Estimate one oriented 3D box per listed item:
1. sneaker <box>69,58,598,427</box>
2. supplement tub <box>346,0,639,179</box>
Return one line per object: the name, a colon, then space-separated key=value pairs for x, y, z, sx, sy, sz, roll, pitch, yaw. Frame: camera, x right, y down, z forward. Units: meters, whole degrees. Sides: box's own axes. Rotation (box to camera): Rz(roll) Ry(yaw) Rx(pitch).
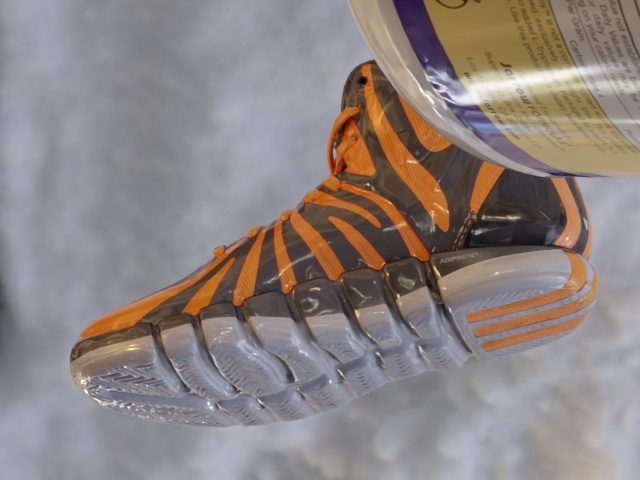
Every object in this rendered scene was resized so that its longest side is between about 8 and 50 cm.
sneaker: x=0.000 y=0.000 z=1.046 sx=0.321 sy=0.180 sz=0.124 roll=-13 pitch=150 yaw=7
supplement tub: x=0.188 y=-0.135 z=0.539 sx=0.331 sy=0.241 sz=0.241 roll=4 pitch=132 yaw=44
